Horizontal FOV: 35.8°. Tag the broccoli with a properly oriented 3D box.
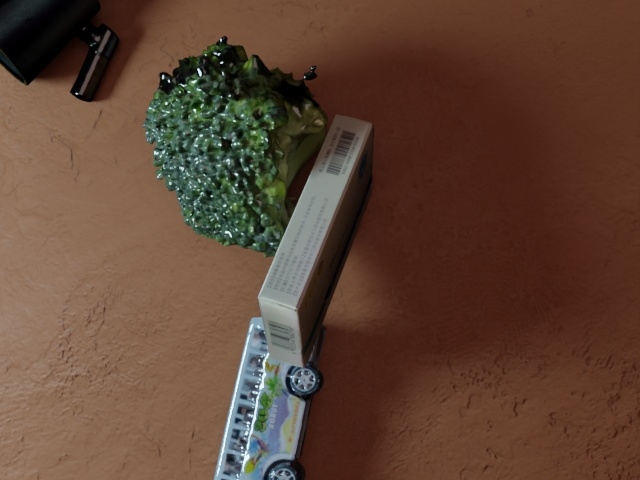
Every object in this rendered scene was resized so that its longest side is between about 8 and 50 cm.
[{"bbox_3d":[-0.095,-0.151,1.558,0.281,0.293,0.348,-35,99,-44],"label":"broccoli"}]

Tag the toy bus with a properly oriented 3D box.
[{"bbox_3d":[-0.078,0.287,1.581,0.136,0.109,0.329,12,83,7],"label":"toy bus"}]

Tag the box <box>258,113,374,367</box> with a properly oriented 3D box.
[{"bbox_3d":[0.000,0.000,1.510,0.065,0.200,0.343,15,61,11],"label":"box"}]

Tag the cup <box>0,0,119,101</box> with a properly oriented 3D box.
[{"bbox_3d":[-0.455,-0.349,1.627,0.177,0.239,0.166,-46,46,-13],"label":"cup"}]
